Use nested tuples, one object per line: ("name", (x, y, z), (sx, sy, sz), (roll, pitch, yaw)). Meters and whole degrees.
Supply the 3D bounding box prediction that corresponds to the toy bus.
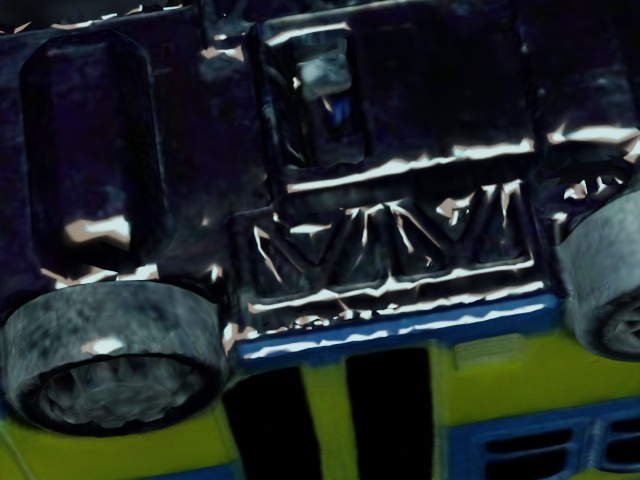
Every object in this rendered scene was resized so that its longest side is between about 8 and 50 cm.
("toy bus", (0.000, 0.000, 0.503), (0.287, 0.175, 0.138), (-9, 64, 0))
